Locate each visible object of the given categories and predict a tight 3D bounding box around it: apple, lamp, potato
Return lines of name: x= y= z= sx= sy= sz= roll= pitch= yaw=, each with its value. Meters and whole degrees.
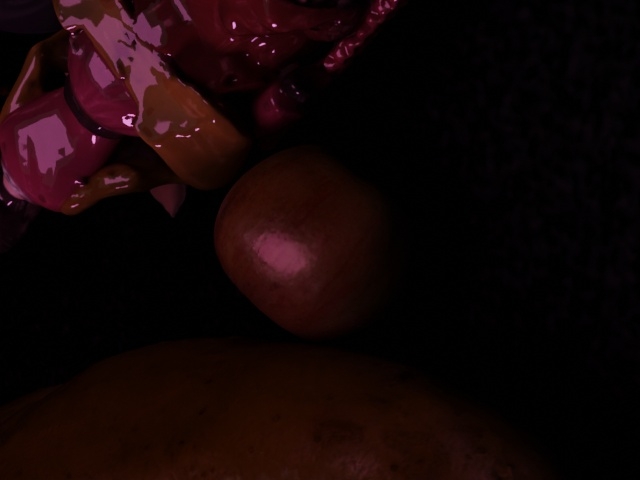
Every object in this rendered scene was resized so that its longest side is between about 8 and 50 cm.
apple: x=0.000 y=0.000 z=0.709 sx=0.071 sy=0.084 sz=0.084 roll=-46 pitch=58 yaw=5
lamp: x=-0.069 y=-0.067 z=0.746 sx=0.253 sy=0.118 sz=0.118 roll=-44 pitch=65 yaw=41
potato: x=-0.040 y=0.144 z=0.726 sx=0.369 sy=0.176 sz=0.195 roll=-17 pitch=57 yaw=44

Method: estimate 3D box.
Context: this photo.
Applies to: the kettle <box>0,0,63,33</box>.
kettle: x=-0.173 y=-0.215 z=0.789 sx=0.290 sy=0.207 sz=0.268 roll=-14 pitch=114 yaw=55

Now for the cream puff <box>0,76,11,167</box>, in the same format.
cream puff: x=-0.281 y=-0.056 z=0.950 sx=0.269 sy=0.155 sz=0.241 roll=45 pitch=128 yaw=30
